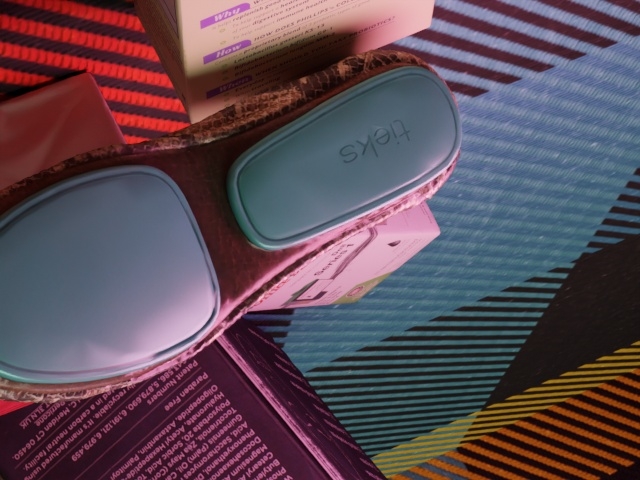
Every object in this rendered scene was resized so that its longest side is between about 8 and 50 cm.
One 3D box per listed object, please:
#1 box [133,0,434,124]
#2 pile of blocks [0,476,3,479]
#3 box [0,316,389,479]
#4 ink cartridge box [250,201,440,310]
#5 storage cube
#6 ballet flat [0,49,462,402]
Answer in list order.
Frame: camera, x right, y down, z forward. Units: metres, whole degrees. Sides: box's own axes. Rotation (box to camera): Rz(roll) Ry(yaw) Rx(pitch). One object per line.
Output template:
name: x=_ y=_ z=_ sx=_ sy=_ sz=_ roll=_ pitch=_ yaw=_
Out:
box: x=-0.028 y=-0.221 z=1.260 sx=0.213 sy=0.117 sz=0.243 roll=-24 pitch=162 yaw=-10
pile of blocks: x=-0.404 y=0.347 z=2.073 sx=0.149 sy=0.112 sz=0.362 roll=-48 pitch=173 yaw=29
box: x=-0.085 y=0.323 z=1.970 sx=0.297 sy=0.472 sz=0.480 roll=-43 pitch=159 yaw=0
ink cartridge box: x=0.000 y=0.000 z=1.908 sx=0.219 sy=0.092 sz=0.160 roll=-4 pitch=150 yaw=-50
storage cube: x=-0.241 y=0.007 z=1.434 sx=0.184 sy=0.215 sz=0.193 roll=-19 pitch=154 yaw=-20
ballet flat: x=-0.104 y=-0.009 z=1.256 sx=0.483 sy=0.164 sz=0.182 roll=-28 pitch=-169 yaw=-35
